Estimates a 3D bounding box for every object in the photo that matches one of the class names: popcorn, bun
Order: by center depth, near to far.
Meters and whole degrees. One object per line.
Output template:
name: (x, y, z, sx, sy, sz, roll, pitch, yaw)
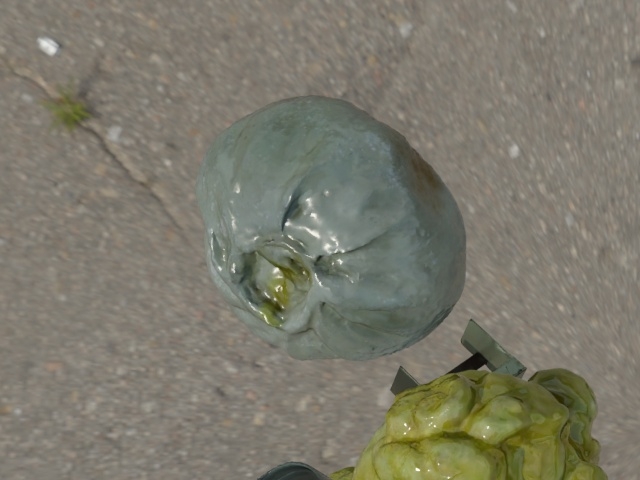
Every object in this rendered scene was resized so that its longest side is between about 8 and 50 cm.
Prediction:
popcorn: (0.132, 0.228, 1.284, 0.242, 0.235, 0.250, 1, 103, -13)
bun: (0.000, 0.000, 1.794, 0.362, 0.211, 0.361, 12, 118, 24)

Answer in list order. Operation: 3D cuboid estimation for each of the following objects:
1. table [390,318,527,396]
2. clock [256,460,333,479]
table: (0.204, 0.207, 1.911, 0.146, 0.062, 0.175, -30, 63, -35)
clock: (-0.019, 0.152, 0.729, 0.085, 0.017, 0.085, -34, 40, 35)
